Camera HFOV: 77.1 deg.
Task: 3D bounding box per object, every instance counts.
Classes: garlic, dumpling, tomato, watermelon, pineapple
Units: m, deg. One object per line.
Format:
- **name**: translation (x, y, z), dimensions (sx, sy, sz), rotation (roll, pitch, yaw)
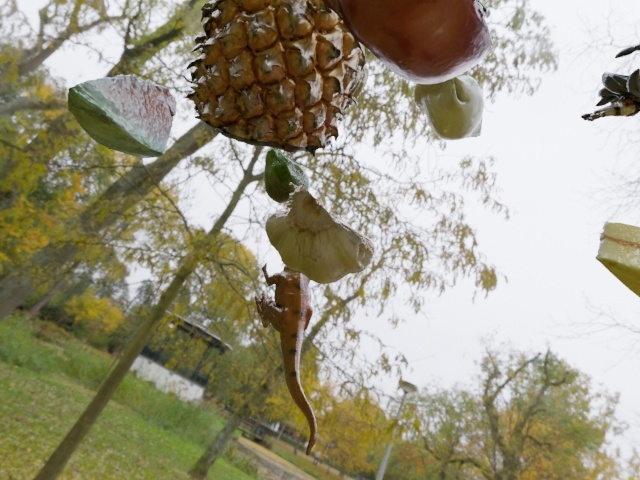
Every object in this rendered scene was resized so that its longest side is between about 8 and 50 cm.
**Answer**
- **garlic**: translation (-0.001, 0.004, 0.405), dimensions (0.113, 0.074, 0.094), rotation (21, -17, 13)
- **dumpling**: translation (0.258, -0.277, 0.827), dimensions (0.155, 0.111, 0.181), rotation (23, -37, 46)
- **tomato**: translation (0.066, -0.241, 0.411), dimensions (0.224, 0.225, 0.085), rotation (35, -66, -15)
- **watermelon**: translation (-0.221, -0.143, 0.473), dimensions (0.081, 0.094, 0.180), rotation (13, 12, -4)
- **pineapple**: translation (-0.085, -0.353, 0.770), dimensions (0.352, 0.352, 0.301), rotation (22, -65, 14)

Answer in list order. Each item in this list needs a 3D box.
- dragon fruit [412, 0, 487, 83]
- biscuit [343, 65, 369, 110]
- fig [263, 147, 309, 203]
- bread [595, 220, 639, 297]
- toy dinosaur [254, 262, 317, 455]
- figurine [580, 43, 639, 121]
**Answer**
- **dragon fruit**: translation (0.353, -0.582, 1.172), dimensions (0.233, 0.293, 0.234), rotation (28, -7, 4)
- **biscuit**: translation (0.068, -0.558, 1.471), dimensions (0.079, 0.259, 0.259), rotation (33, -23, -35)
- **fig**: translation (-0.100, -0.180, 1.094), dimensions (0.123, 0.123, 0.156), rotation (-12, -84, 54)
- **bread**: translation (0.739, 0.048, 0.820), dimensions (0.264, 0.168, 0.163), rotation (41, -36, 1)
- **toy dinosaur**: translation (-0.059, 0.168, 0.804), dimensions (0.097, 0.433, 0.208), rotation (-4, -15, -22)
- **figurine**: translation (0.786, -0.358, 0.939), dimensions (0.264, 0.175, 0.197), rotation (4, -46, 2)
